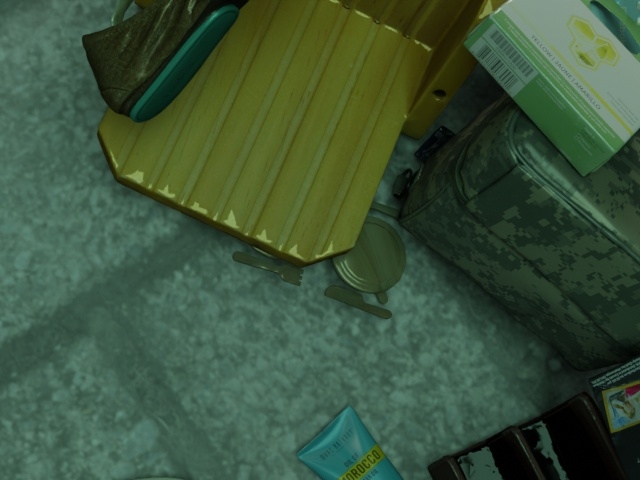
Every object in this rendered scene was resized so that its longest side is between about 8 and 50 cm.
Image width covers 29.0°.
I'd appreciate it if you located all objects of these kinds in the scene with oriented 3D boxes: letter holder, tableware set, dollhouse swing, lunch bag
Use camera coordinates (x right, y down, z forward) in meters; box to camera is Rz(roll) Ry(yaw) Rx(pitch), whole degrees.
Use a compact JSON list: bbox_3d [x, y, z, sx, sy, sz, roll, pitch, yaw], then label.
[{"bbox_3d":[0.252,0.328,1.249,0.152,0.214,0.302,-22,77,-10],"label":"letter holder"},{"bbox_3d":[0.000,0.000,1.349,0.194,0.039,0.128,21,68,-13],"label":"tableware set"},{"bbox_3d":[-0.023,-0.200,1.238,0.346,0.315,0.305,26,57,-7],"label":"dollhouse swing"},{"bbox_3d":[0.248,-0.016,1.288,0.305,0.256,0.213,40,49,-7],"label":"lunch bag"}]

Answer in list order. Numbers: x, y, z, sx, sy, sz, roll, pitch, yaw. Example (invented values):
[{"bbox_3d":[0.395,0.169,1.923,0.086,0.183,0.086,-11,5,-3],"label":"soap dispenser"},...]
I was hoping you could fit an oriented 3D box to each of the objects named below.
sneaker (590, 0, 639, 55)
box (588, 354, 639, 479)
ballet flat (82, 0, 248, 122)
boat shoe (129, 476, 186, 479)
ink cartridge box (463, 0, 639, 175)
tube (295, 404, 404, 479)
[{"bbox_3d":[0.344,-0.240,1.345,0.208,0.127,0.319,-33,100,12],"label":"sneaker"},{"bbox_3d":[0.408,0.180,1.217,0.163,0.247,0.142,-33,60,29],"label":"box"},{"bbox_3d":[-0.094,-0.259,1.146,0.342,0.116,0.124,-41,85,17],"label":"ballet flat"},{"bbox_3d":[-0.255,0.353,1.269,0.319,0.116,0.099,-28,134,-17],"label":"boat shoe"},{"bbox_3d":[0.263,-0.187,1.194,0.171,0.056,0.235,48,51,2],"label":"ink cartridge box"},{"bbox_3d":[0.070,0.283,1.340,0.080,0.052,0.207,-40,87,-20],"label":"tube"}]
